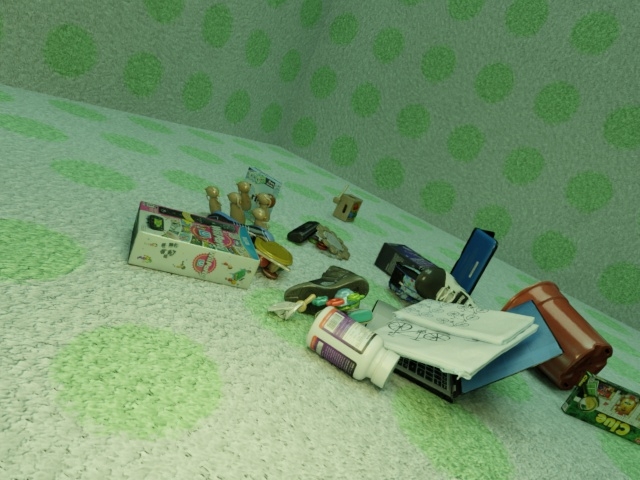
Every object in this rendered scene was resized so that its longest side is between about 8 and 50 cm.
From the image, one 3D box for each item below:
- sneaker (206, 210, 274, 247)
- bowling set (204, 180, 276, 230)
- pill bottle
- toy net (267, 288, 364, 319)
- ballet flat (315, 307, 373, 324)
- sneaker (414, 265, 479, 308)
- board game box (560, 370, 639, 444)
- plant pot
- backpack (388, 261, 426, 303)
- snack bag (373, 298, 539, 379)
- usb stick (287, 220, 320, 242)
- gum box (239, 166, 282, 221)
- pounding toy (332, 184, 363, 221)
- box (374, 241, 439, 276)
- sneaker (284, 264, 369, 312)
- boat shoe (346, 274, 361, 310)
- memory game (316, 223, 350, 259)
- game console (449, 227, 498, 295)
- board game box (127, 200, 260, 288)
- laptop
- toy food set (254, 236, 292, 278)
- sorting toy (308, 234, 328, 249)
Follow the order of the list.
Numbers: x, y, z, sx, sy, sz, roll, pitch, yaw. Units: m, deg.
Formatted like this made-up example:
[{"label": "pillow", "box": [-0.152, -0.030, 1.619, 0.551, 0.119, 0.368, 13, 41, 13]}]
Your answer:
[{"label": "sneaker", "box": [-0.264, -0.018, 1.404, 0.232, 0.082, 0.090, 22, 26, 3]}, {"label": "bowling set", "box": [-0.247, -0.143, 1.538, 0.286, 0.154, 0.200, 27, 53, 19]}, {"label": "pill bottle", "box": [0.073, 0.239, 0.980, 0.193, 0.108, 0.108, 30, 17, 20]}, {"label": "toy net", "box": [-0.011, 0.165, 1.083, 0.232, 0.045, 0.122, -11, 9, -10]}, {"label": "ballet flat", "box": [0.059, 0.209, 1.159, 0.168, 0.052, 0.057, 2, 66, -22]}, {"label": "sneaker", "box": [0.439, 0.201, 1.429, 0.330, 0.122, 0.146, 37, 4, -31]}, {"label": "board game box", "box": [0.826, 0.472, 1.228, 0.259, 0.136, 0.030, 23, 20, 0]}, {"label": "plant pot", "box": [0.770, 0.321, 1.449, 0.272, 0.273, 0.265, 13, 26, -32]}, {"label": "backpack", "box": [0.344, 0.164, 1.554, 0.158, 0.117, 0.173, 15, 14, -30]}, {"label": "snack bag", "box": [0.301, 0.218, 1.074, 0.342, 0.037, 0.322, -13, 13, -40]}, {"label": "usb stick", "box": [-0.062, -0.038, 1.775, 0.077, 0.045, 0.278, 4, 12, 13]}, {"label": "gum box", "box": [-0.243, -0.168, 1.697, 0.156, 0.185, 0.041, 34, 19, 30]}, {"label": "pounding toy", "box": [0.144, -0.193, 2.315, 0.094, 0.181, 0.206, 30, 18, 22]}, {"label": "box", "box": [0.349, 0.104, 1.788, 0.153, 0.108, 0.207, 5, 24, -45]}, {"label": "sneaker", "box": [0.007, 0.132, 1.209, 0.227, 0.087, 0.130, -12, 14, -12]}, {"label": "boat shoe", "box": [0.078, 0.164, 1.310, 0.081, 0.080, 0.227, 3, 17, 6]}, {"label": "memory game", "box": [0.051, 0.006, 1.748, 0.186, 0.012, 0.186, 40, 20, -18]}, {"label": "game console", "box": [0.682, 0.109, 1.896, 0.173, 0.293, 0.250, 18, 17, -17]}, {"label": "board game box", "box": [-0.335, 0.009, 1.170, 0.303, 0.098, 0.224, 16, 18, -26]}, {"label": "laptop", "box": [0.352, 0.222, 1.187, 0.407, 0.237, 0.382, 26, 16, 10]}, {"label": "toy food set", "box": [-0.152, 0.059, 1.302, 0.128, 0.071, 0.218, 30, 10, -9]}, {"label": "sorting toy", "box": [0.000, 0.000, 1.754, 0.061, 0.042, 0.102, 8, 22, -43]}]
